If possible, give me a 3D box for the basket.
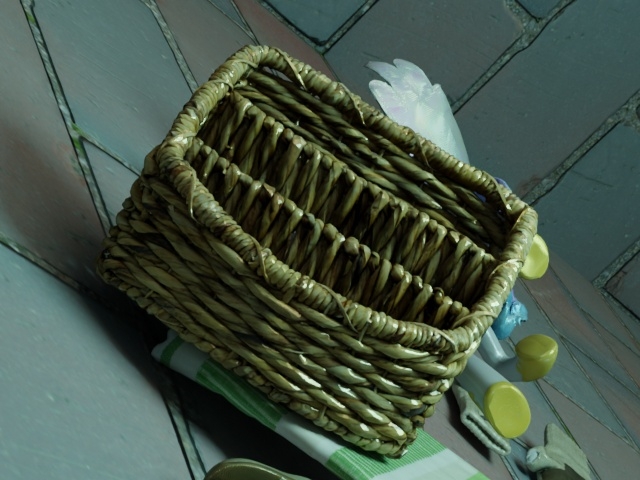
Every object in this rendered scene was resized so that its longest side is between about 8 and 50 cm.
[{"bbox_3d":[0.000,0.000,1.279,0.299,0.223,0.213,33,9,2],"label":"basket"}]

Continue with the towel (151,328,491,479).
[{"bbox_3d":[0.034,0.169,1.316,0.325,0.038,0.248,35,9,17],"label":"towel"}]

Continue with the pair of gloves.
[{"bbox_3d":[0.241,0.245,1.913,0.240,0.042,0.204,41,16,-13],"label":"pair of gloves"}]

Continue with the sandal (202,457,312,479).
[{"bbox_3d":[-0.019,0.203,1.155,0.180,0.072,0.049,34,-5,-29],"label":"sandal"}]

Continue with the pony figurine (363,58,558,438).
[{"bbox_3d":[0.079,0.015,1.577,0.351,0.303,0.363,66,-18,-10],"label":"pony figurine"}]
